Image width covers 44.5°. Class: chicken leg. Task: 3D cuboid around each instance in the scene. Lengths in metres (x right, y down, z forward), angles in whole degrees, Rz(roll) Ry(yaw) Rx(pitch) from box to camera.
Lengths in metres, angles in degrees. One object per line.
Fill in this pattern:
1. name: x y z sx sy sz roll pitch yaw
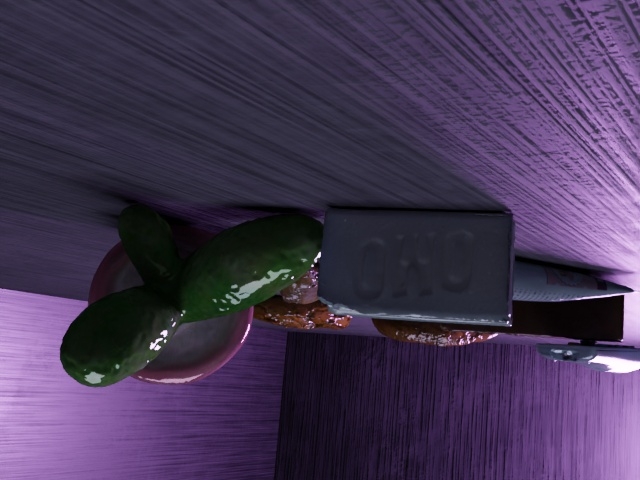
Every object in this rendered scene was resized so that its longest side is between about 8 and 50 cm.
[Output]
1. chicken leg: -0.028 0.057 1.234 0.085 0.069 0.198 3 164 4

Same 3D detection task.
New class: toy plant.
1. toy plant: -0.167 0.064 0.997 0.317 0.210 0.356 -27 173 -13

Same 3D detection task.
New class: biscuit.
1. biscuit: -0.063 0.197 2.073 0.296 0.075 0.296 5 170 1

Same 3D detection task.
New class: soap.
1. soap: 0.101 0.027 0.819 0.198 0.114 0.063 1 169 16

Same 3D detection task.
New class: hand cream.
1. hand cream: 0.308 0.064 1.099 0.331 0.058 0.085 10 168 -29

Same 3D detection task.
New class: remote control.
1. remote control: 0.477 0.199 1.343 0.103 0.051 0.293 -3 169 40

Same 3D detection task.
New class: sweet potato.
1. sweet potato: 0.293 0.216 1.966 0.341 0.092 0.114 4 -165 10

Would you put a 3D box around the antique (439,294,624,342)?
1. antique: 0.368 0.127 1.375 0.310 0.087 0.093 1 171 20
